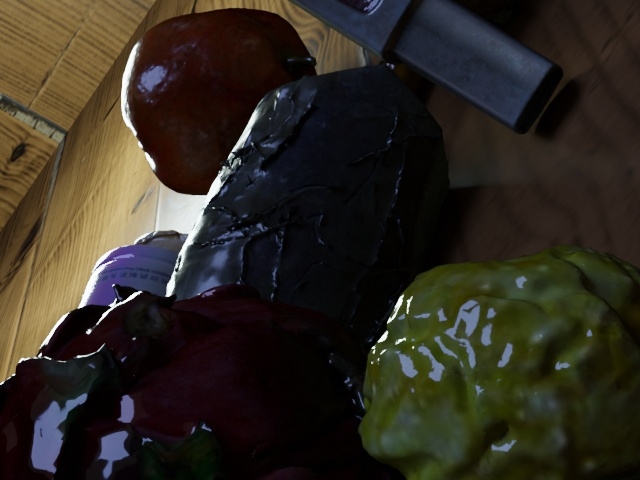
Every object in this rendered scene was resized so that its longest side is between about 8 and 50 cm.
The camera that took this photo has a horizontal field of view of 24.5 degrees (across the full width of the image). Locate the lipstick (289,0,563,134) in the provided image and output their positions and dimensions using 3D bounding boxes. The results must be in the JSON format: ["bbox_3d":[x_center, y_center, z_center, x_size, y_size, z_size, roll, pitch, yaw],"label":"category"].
[{"bbox_3d":[0.071,-0.176,1.181,0.079,0.253,0.077,-57,-15,9],"label":"lipstick"}]

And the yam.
[{"bbox_3d":[-0.005,-0.002,1.215,0.271,0.201,0.202,-60,18,-22],"label":"yam"}]

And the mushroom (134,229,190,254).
[{"bbox_3d":[-0.199,0.069,1.757,0.097,0.088,0.212,-28,28,41],"label":"mushroom"}]

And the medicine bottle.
[{"bbox_3d":[-0.204,0.146,1.547,0.152,0.152,0.254,-41,25,44],"label":"medicine bottle"}]

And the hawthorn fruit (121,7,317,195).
[{"bbox_3d":[-0.104,-0.171,1.725,0.261,0.224,0.224,-20,37,27],"label":"hawthorn fruit"}]

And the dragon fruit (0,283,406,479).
[{"bbox_3d":[-0.079,0.181,0.900,0.329,0.329,0.329,-50,20,26],"label":"dragon fruit"}]

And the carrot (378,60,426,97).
[{"bbox_3d":[0.051,-0.098,1.417,0.314,0.066,0.066,-62,18,-18],"label":"carrot"}]

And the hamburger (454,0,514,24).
[{"bbox_3d":[0.050,-0.281,1.368,0.144,0.260,0.283,-62,28,16],"label":"hamburger"}]

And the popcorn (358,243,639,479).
[{"bbox_3d":[0.115,0.100,0.788,0.198,0.198,0.212,-110,26,-67],"label":"popcorn"}]
